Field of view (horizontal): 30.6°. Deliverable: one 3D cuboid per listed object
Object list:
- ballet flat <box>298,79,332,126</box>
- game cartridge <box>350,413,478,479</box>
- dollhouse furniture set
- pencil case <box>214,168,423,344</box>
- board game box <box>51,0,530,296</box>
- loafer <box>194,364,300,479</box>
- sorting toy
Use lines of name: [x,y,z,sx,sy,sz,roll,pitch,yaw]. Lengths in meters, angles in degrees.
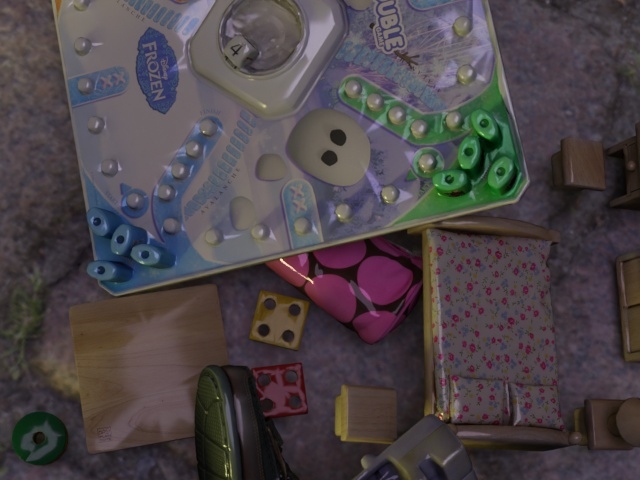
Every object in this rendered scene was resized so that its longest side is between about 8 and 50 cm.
ballet flat: [-0.045,-0.172,1.103,0.123,0.123,0.348,-23,81,-10]
game cartridge: [-0.010,0.314,0.932,0.355,0.230,0.068,-37,51,-13]
dollhouse furniture set: [0.202,0.018,0.985,0.356,0.174,0.303,6,74,-25]
pencil case: [0.000,0.000,1.068,0.209,0.095,0.098,37,90,5]
board game box: [-0.051,-0.181,1.019,0.390,0.050,0.390,-13,80,12]
loafer: [-0.052,0.230,0.996,0.084,0.096,0.267,-8,100,-24]
sorting toy: [-0.140,0.115,1.049,0.275,0.046,0.132,-9,78,-7]
